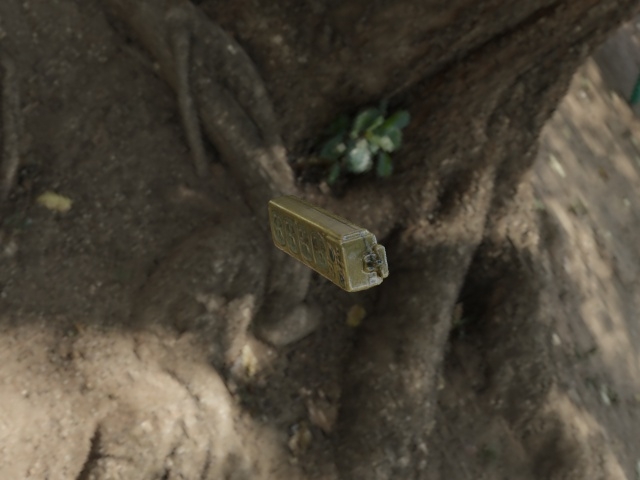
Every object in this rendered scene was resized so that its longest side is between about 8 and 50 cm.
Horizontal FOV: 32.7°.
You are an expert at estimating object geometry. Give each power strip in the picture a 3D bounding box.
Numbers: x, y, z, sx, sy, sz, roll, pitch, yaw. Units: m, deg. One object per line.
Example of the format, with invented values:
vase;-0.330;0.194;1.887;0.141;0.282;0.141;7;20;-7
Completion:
power strip;0.000;0.000;1.226;0.305;0.044;0.064;-152;-129;-66
